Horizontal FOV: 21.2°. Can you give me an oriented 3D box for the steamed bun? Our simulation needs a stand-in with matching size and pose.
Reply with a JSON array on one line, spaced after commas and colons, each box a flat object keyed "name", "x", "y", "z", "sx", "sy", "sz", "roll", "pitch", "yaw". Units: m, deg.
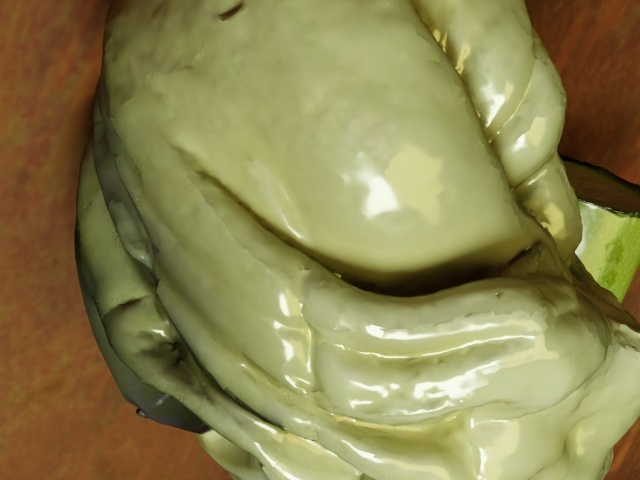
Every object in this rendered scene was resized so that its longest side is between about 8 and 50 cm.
[{"name": "steamed bun", "x": 0.000, "y": 0.000, "z": 0.748, "sx": 0.206, "sy": 0.275, "sz": 0.320, "roll": -22, "pitch": 96, "yaw": -13}]

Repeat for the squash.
[{"name": "squash", "x": 0.121, "y": 0.049, "z": 0.987, "sx": 0.095, "sy": 0.095, "sz": 0.188, "roll": 5, "pitch": 112, "yaw": -42}]
